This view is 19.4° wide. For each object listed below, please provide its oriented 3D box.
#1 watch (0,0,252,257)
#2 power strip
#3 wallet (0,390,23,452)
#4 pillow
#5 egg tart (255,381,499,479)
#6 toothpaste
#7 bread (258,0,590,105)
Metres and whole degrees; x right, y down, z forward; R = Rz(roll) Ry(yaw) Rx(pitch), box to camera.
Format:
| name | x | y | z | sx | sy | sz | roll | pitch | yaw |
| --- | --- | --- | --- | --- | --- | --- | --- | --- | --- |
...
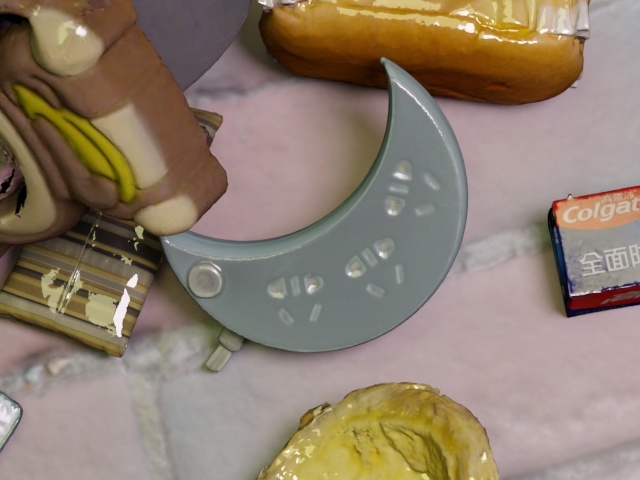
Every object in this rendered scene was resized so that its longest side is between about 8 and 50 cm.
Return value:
| name | x | y | z | sx | sy | sz | roll | pitch | yaw |
| --- | --- | --- | --- | --- | --- | --- | --- | --- | --- |
| watch | -0.185 | -0.180 | 1.314 | 0.335 | 0.314 | 0.327 | 3 | 50 | 32 |
| power strip | 0.000 | 0.000 | 1.339 | 0.253 | 0.054 | 0.167 | -37 | 97 | 12 |
| wallet | -0.400 | 0.152 | 1.368 | 0.290 | 0.054 | 0.251 | 29 | 80 | 11 |
| pillow | -0.159 | -0.021 | 1.402 | 0.113 | 0.038 | 0.203 | 17 | 75 | 13 |
| egg tart | 0.041 | 0.202 | 1.273 | 0.213 | 0.090 | 0.212 | -15 | 61 | 28 |
| toothpaste | 0.328 | -0.013 | 1.341 | 0.320 | 0.066 | 0.076 | -10 | 73 | 3 |
| bread | 0.077 | -0.166 | 1.372 | 0.241 | 0.136 | 0.107 | 7 | 75 | 6 |
